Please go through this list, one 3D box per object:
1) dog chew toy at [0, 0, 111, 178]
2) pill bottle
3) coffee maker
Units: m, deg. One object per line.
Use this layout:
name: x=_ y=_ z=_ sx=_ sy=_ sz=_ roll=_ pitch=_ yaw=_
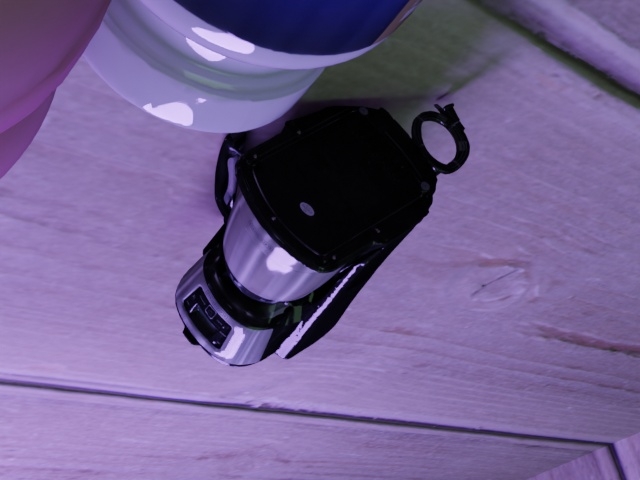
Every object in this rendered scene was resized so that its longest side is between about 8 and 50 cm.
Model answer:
dog chew toy: x=-0.185 y=-0.093 z=0.503 sx=0.207 sy=0.206 sz=0.332 roll=-8 pitch=164 yaw=-18
pill bottle: x=-0.002 y=-0.161 z=0.511 sx=0.153 sy=0.153 sz=0.264 roll=-2 pitch=154 yaw=-31
coffee maker: x=0.000 y=0.000 z=0.920 sx=0.171 sy=0.120 sz=0.178 roll=-6 pitch=156 yaw=-25
